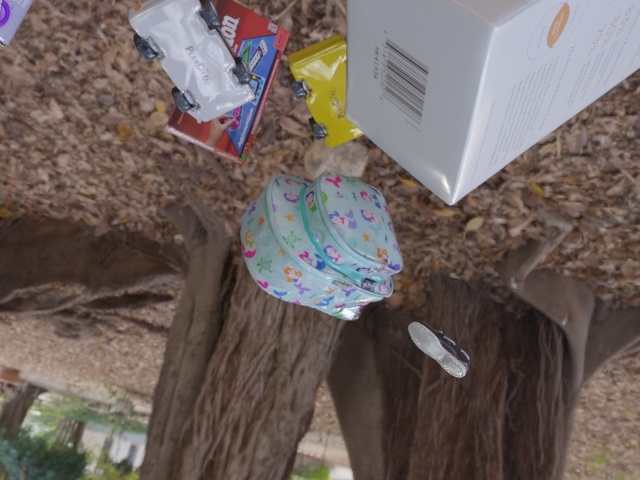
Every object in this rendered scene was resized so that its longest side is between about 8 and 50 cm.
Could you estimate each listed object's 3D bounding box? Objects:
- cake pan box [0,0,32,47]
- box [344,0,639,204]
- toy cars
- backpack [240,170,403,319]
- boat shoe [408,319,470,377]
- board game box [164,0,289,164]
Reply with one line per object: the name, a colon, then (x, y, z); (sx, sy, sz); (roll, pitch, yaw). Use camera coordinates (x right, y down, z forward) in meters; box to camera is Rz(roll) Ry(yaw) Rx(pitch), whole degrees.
cake pan box: (-0.408, -0.389, 0.705); (0.267, 0.245, 0.070); (32, 180, 16)
box: (0.205, -0.233, 0.609); (0.168, 0.345, 0.215); (45, 158, 27)
toy cars: (-0.073, -0.233, 0.820); (0.394, 0.087, 0.176); (6, 140, -35)
backpack: (0.000, 0.000, 1.025); (0.254, 0.225, 0.191); (15, 137, -32)
boat shoe: (0.202, 0.176, 1.040); (0.125, 0.038, 0.046); (41, 138, 1)
board game box: (-0.158, -0.286, 1.086); (0.145, 0.281, 0.027); (23, 159, -20)
